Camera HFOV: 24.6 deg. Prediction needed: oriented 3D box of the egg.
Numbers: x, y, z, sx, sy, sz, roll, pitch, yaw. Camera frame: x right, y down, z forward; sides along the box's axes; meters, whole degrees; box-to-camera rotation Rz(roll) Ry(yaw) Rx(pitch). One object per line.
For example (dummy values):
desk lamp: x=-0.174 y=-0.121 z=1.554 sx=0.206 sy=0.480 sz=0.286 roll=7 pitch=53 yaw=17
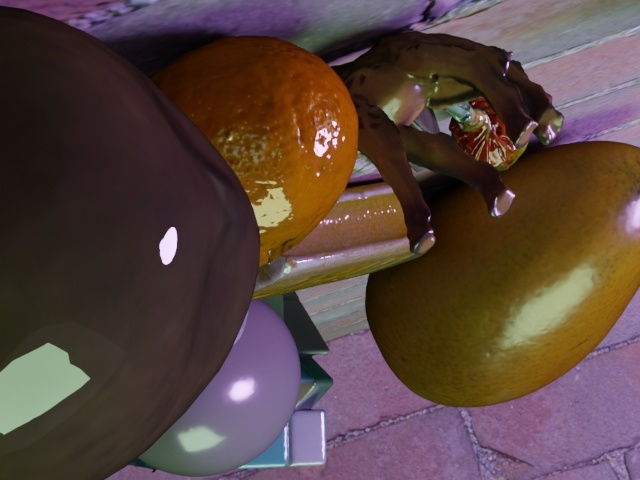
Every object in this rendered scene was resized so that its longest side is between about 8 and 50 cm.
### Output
egg: x=-0.110 y=0.130 z=1.349 sx=0.176 sy=0.176 sz=0.232 roll=-21 pitch=-174 yaw=17

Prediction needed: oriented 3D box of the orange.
orange: x=-0.043 y=-0.046 z=0.771 sx=0.135 sy=0.117 sz=0.135 roll=-35 pitch=-173 yaw=5

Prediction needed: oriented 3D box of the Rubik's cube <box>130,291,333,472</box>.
Rubik's cube: x=-0.111 y=0.138 z=1.576 sx=0.224 sy=0.213 sz=0.265 roll=3 pitch=174 yaw=-26

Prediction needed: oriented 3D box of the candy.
candy: x=0.102 y=-0.090 z=1.061 sx=0.060 sy=0.060 sz=0.201 roll=-21 pitch=164 yaw=18

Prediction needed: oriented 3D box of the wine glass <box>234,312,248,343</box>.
wine glass: x=-0.164 y=0.069 z=1.149 sx=0.196 sy=0.165 sz=0.165 roll=-28 pitch=167 yaw=37

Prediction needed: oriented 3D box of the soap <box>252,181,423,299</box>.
soap: x=0.000 y=0.000 z=1.316 sx=0.232 sy=0.073 sz=0.140 roll=-11 pitch=173 yaw=-46

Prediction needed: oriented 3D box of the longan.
longan: x=-0.139 y=0.010 z=0.607 sx=0.246 sy=0.215 sz=0.246 roll=-27 pitch=-168 yaw=6

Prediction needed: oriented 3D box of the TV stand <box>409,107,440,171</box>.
TV stand: x=0.054 y=-0.082 z=1.022 sx=0.042 sy=0.036 sz=0.249 roll=-21 pitch=171 yaw=11

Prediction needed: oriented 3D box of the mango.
mango: x=0.196 y=0.030 z=1.469 sx=0.264 sy=0.221 sz=0.378 roll=-8 pitch=157 yaw=-38

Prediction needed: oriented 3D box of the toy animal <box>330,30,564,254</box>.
toy animal: x=0.009 y=-0.063 z=0.860 sx=0.276 sy=0.149 sz=0.054 roll=8 pitch=158 yaw=32
